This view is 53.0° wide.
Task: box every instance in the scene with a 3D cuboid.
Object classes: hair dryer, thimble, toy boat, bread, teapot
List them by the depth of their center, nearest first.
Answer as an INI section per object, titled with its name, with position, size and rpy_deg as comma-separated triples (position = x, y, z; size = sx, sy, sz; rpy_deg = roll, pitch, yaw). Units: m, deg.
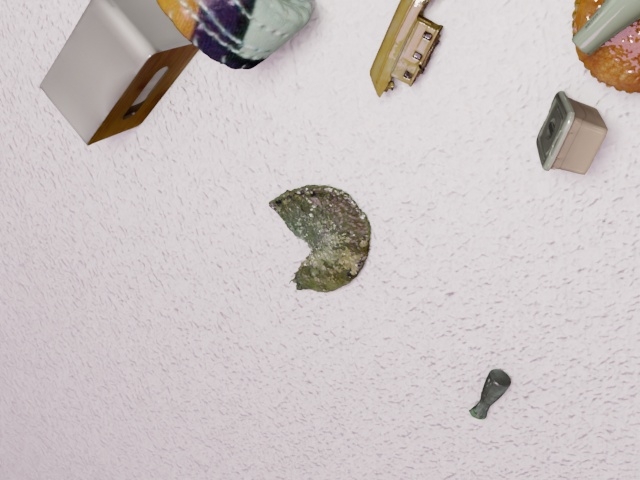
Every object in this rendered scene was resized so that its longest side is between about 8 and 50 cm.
[hair dryer]
position = 0.375, -0.231, 0.715
size = 0.167, 0.067, 0.199
rpy_deg = -32, 58, 43
[bread]
position = 0.420, -0.279, 0.811
size = 0.199, 0.104, 0.199
rpy_deg = 10, 119, 20
[thimble]
position = -0.131, -0.384, 0.959
size = 0.150, 0.237, 0.237
rpy_deg = -32, 98, 30
[toy boat]
position = 0.138, -0.304, 0.962
size = 0.077, 0.057, 0.200
rpy_deg = 28, 123, 5
[teapot]
position = 0.312, 0.289, 1.192
size = 0.043, 0.043, 0.110
rpy_deg = 26, 127, 12

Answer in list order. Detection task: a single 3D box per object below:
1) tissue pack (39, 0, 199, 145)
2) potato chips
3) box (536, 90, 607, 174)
[tissue pack]
position = -0.353, -0.309, 1.132
size = 0.136, 0.159, 0.246
rpy_deg = 49, 125, -2
[potato chips]
position = -0.002, 0.002, 1.201
size = 0.202, 0.029, 0.219
rpy_deg = 4, 115, 21
[box]
position = 0.352, -0.149, 0.904
size = 0.062, 0.122, 0.089
rpy_deg = 17, 121, 4
